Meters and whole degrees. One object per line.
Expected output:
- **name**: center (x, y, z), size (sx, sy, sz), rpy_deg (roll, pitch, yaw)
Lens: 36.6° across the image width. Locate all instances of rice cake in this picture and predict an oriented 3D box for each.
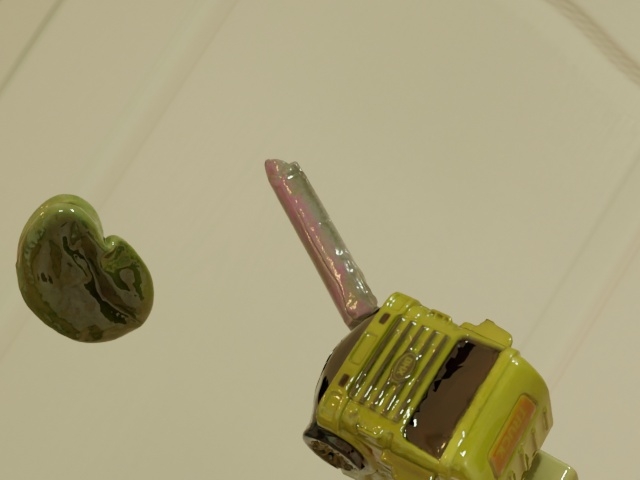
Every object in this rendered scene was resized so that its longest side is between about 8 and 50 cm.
- **rice cake**: center (0.001, 0.000, 1.179), size (0.055, 0.049, 0.270), rpy_deg (101, -34, -55)

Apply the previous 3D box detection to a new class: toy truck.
- **toy truck**: center (0.144, 0.243, 1.009), size (0.254, 0.181, 0.405), rpy_deg (17, -31, 30)

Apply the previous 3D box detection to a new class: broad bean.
- **broad bean**: center (-0.303, 0.045, 1.231), size (0.207, 0.153, 0.072), rpy_deg (65, -7, -18)
